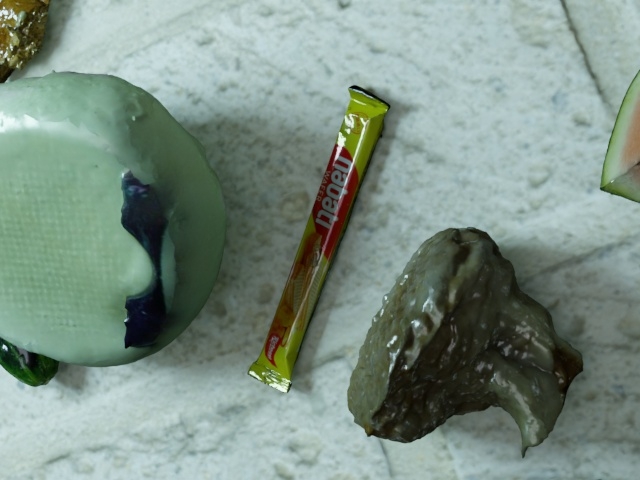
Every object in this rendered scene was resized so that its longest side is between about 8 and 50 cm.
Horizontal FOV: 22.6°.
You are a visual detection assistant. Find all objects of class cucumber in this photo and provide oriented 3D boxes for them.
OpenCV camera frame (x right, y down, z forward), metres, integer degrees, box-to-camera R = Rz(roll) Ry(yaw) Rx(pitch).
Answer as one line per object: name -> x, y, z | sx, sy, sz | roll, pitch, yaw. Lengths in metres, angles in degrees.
cucumber -> -0.326, 0.036, 1.575 | 0.074, 0.074, 0.241 | -33, 85, 18

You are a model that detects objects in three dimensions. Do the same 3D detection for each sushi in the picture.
sushi -> -0.295, -0.200, 1.563 | 0.060, 0.061, 0.118 | 37, 125, 6

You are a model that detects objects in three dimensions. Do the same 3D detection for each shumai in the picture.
shumai -> 0.130, 0.105, 1.388 | 0.175, 0.166, 0.206 | 30, 105, -7

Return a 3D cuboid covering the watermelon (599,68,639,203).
watermelon -> 0.342, -0.091, 1.320 | 0.145, 0.137, 0.193 | 25, 102, -18

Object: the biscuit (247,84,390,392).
biscuit -> 0.000, 0.000, 1.481 | 0.048, 0.026, 0.292 | 27, 102, 36

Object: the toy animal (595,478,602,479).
toy animal -> 0.241, 0.408, 1.346 | 0.367, 0.206, 0.081 | 64, 150, 5

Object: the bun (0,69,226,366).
bun -> -0.213, -0.037, 1.477 | 0.293, 0.187, 0.293 | 9, 120, 16
